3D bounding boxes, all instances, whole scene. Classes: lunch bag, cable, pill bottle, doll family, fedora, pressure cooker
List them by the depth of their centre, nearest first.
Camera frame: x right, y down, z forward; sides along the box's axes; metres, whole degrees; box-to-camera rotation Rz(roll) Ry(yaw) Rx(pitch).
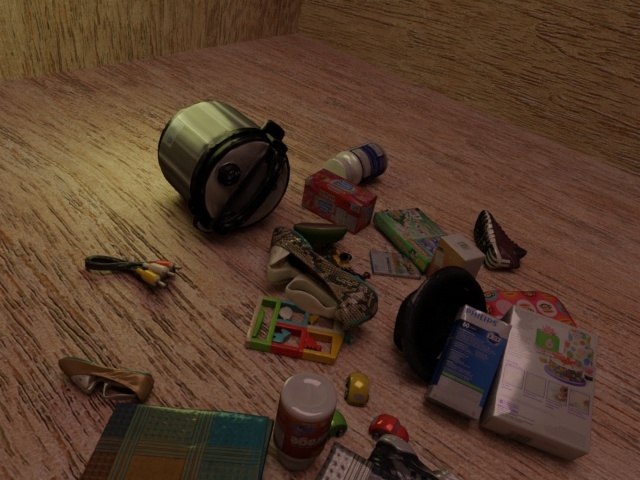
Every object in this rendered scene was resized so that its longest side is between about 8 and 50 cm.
[{"bbox_3d":[-0.038,0.399,1.189,0.121,0.216,0.121,7,36,-5],"label":"pill bottle"},{"bbox_3d":[0.316,0.230,1.545,0.333,0.334,0.152,-15,7,-32],"label":"fedora"},{"bbox_3d":[-0.549,0.068,1.626,0.287,0.072,0.139,18,31,9],"label":"cable"},{"bbox_3d":[0.619,0.270,1.632,0.292,0.120,0.258,3,37,-13],"label":"lunch bag"},{"bbox_3d":[0.078,0.093,1.756,0.111,0.076,0.193,-20,68,-34],"label":"doll family"},{"bbox_3d":[-0.315,-0.237,1.856,0.375,0.370,0.420,-21,43,-32],"label":"pressure cooker"},{"bbox_3d":[0.145,-0.309,2.265,0.153,0.153,0.264,36,42,30],"label":"pill bottle"}]

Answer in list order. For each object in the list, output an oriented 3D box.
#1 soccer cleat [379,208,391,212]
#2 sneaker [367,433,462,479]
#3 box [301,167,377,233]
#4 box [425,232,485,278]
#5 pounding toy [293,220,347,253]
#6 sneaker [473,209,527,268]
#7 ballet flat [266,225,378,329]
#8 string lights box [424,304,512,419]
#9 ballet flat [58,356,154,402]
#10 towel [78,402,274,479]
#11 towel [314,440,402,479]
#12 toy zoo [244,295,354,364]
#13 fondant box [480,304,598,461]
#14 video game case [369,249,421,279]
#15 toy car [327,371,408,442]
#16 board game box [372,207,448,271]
[{"bbox_3d":[0.267,-0.105,2.120,0.083,0.036,0.029,4,36,-11],"label":"soccer cleat"},{"bbox_3d":[0.197,0.543,1.164,0.268,0.101,0.153,29,39,32],"label":"sneaker"},{"bbox_3d":[0.068,-0.150,2.046,0.256,0.128,0.122,29,39,24],"label":"box"},{"bbox_3d":[0.439,0.084,1.793,0.091,0.171,0.130,-10,41,-30],"label":"box"},{"bbox_3d":[0.000,0.000,1.870,0.182,0.110,0.237,3,7,5],"label":"pounding toy"},{"bbox_3d":[0.675,0.009,2.040,0.162,0.106,0.282,12,45,-9],"label":"sneaker"},{"bbox_3d":[-0.046,0.106,1.623,0.182,0.164,0.482,-27,45,-32],"label":"ballet flat"},{"bbox_3d":[0.382,0.313,1.416,0.133,0.077,0.260,25,73,6],"label":"string lights box"},{"bbox_3d":[-0.510,0.328,1.280,0.232,0.080,0.073,10,50,1],"label":"ballet flat"},{"bbox_3d":[-0.297,0.465,1.141,0.369,0.040,0.271,3,34,6],"label":"towel"},{"bbox_3d":[0.082,0.600,1.031,0.312,0.056,0.324,26,57,15],"label":"towel"},{"bbox_3d":[-0.050,0.253,1.545,0.293,0.030,0.192,12,35,0],"label":"toy zoo"},{"bbox_3d":[0.571,0.361,1.419,0.238,0.096,0.330,20,58,7],"label":"fondant box"},{"bbox_3d":[0.255,0.083,1.878,0.166,0.015,0.119,7,35,-6],"label":"video game case"},{"bbox_3d":[0.074,0.423,1.326,0.224,0.053,0.239,-11,41,-29],"label":"toy car"},{"bbox_3d":[0.363,-0.011,1.996,0.213,0.046,0.317,-7,39,-31],"label":"board game box"}]
